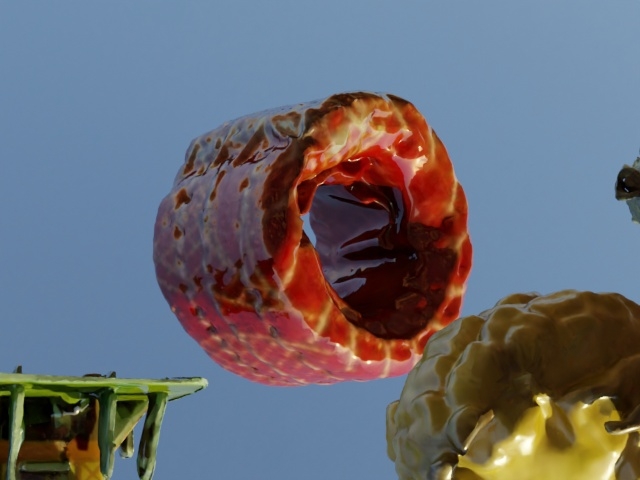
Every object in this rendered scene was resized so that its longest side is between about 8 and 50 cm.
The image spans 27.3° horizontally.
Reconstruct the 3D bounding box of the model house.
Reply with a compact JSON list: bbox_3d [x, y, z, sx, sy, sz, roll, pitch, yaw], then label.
[{"bbox_3d":[-0.245,0.277,1.240,0.242,0.357,0.313,1,-101,-19],"label":"model house"}]

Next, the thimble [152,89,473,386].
[{"bbox_3d":[0.000,0.000,1.525,0.350,0.230,0.350,7,-99,-47],"label":"thimble"}]

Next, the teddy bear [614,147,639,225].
[{"bbox_3d":[0.334,-0.040,1.188,0.133,0.111,0.213,68,-164,8],"label":"teddy bear"}]

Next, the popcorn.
[{"bbox_3d":[0.179,0.148,1.005,0.250,0.250,0.190,15,-169,-22],"label":"popcorn"}]
